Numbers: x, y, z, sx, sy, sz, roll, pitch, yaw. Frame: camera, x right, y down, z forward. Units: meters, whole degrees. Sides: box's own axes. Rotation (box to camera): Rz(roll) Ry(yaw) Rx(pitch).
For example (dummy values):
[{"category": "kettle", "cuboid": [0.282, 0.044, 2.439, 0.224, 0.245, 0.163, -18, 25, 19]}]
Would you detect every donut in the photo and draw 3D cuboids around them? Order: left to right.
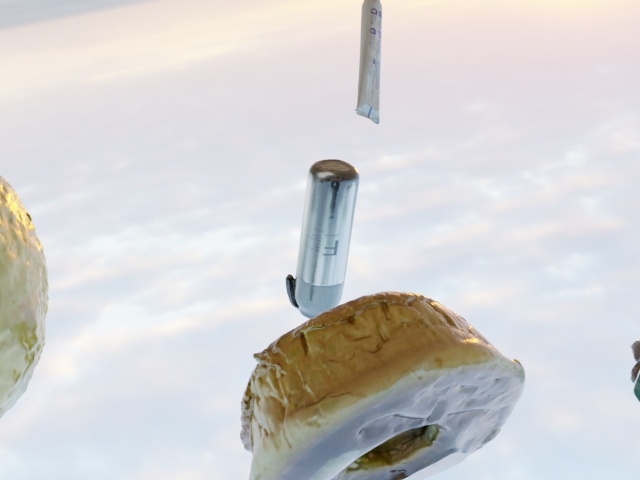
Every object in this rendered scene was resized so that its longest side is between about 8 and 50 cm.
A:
[{"category": "donut", "cuboid": [0.055, 0.175, 1.067, 0.330, 0.330, 0.160, -17, -126, -21]}]

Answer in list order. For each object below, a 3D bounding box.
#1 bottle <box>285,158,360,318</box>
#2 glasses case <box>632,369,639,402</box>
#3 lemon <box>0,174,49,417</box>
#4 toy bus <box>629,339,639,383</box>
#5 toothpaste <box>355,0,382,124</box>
[{"category": "bottle", "cuboid": [0.000, 0.000, 1.514, 0.096, 0.254, 0.079, 11, -154, 10]}, {"category": "glasses case", "cuboid": [0.394, 0.137, 0.926, 0.184, 0.039, 0.078, -9, -139, -19]}, {"category": "lemon", "cuboid": [-0.330, 0.037, 0.702, 0.268, 0.268, 0.322, -18, -173, -23]}, {"category": "toy bus", "cuboid": [0.555, 0.241, 1.446, 0.138, 0.112, 0.317, -44, -159, 26]}, {"category": "toothpaste", "cuboid": [0.075, -0.282, 1.482, 0.033, 0.218, 0.052, -17, 152, 42]}]
